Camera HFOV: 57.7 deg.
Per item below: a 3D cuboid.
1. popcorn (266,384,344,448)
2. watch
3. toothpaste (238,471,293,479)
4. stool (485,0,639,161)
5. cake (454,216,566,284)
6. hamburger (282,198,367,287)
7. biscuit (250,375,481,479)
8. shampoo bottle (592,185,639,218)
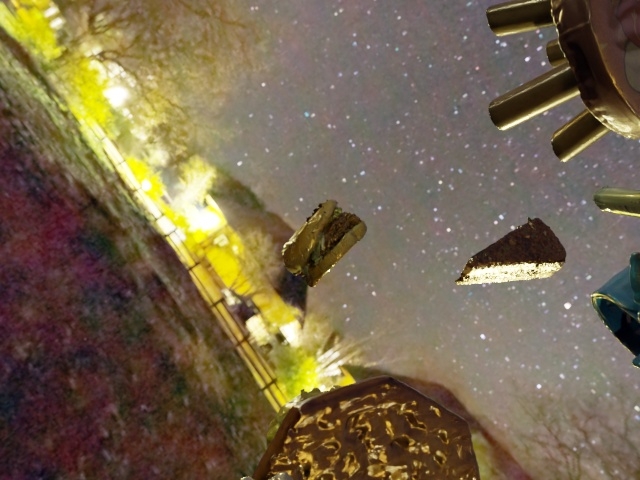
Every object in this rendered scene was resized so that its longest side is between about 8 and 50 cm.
[{"bbox_3d":[0.014,0.424,1.171,0.282,0.281,0.247,-140,-137,-59],"label":"popcorn"},{"bbox_3d":[0.696,0.144,1.233,0.305,0.241,0.274,54,1,-7],"label":"watch"},{"bbox_3d":[-0.129,0.270,0.496,0.078,0.247,0.047,54,5,-40],"label":"toothpaste"},{"bbox_3d":[0.362,-0.246,0.790,0.178,0.272,0.272,-18,-70,51],"label":"stool"},{"bbox_3d":[0.448,0.061,1.338,0.135,0.246,0.112,48,-29,25],"label":"cake"},{"bbox_3d":[0.000,0.000,1.146,0.113,0.177,0.185,46,6,1],"label":"hamburger"},{"bbox_3d":[0.064,0.359,0.786,0.359,0.359,0.046,56,-14,-13],"label":"biscuit"},{"bbox_3d":[0.564,-0.064,1.008,0.072,0.049,0.212,28,2,-15],"label":"shampoo bottle"}]
